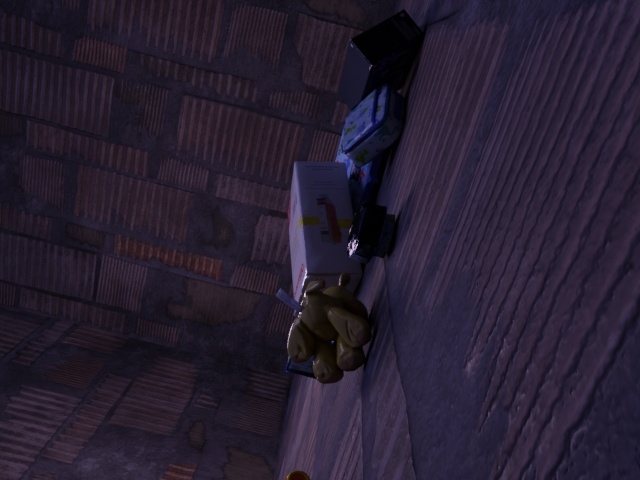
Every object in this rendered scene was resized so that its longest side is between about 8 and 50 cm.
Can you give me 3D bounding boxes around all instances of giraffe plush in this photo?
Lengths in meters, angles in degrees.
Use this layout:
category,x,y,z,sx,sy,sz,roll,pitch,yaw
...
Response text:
category,x,y,z,sx,sy,sz,roll,pitch,yaw
giraffe plush,0.026,0.158,1.074,0.181,0.210,0.170,-41,-10,25

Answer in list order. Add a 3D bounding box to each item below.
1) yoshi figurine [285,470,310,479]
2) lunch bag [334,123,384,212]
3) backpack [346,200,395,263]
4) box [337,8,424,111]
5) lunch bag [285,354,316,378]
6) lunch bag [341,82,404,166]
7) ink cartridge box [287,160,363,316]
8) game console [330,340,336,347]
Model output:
category,x,y,z,sx,sy,sz,roll,pitch,yaw
yoshi figurine,-0.129,0.692,1.316,0.203,0.204,0.362,-53,-19,-49
lunch bag,0.136,-0.217,1.636,0.293,0.138,0.220,-112,34,-66
backpack,0.100,-0.008,1.068,0.114,0.084,0.105,117,169,-60
box,0.163,-0.492,1.491,0.184,0.103,0.261,-31,-11,-13
lunch bag,-0.044,0.402,1.738,0.151,0.129,0.096,107,178,-49
lunch bag,0.145,-0.318,1.426,0.176,0.090,0.219,-33,30,37
ink cartridge box,0.000,0.000,1.564,0.279,0.161,0.384,106,162,-57
game console,0.009,0.317,1.637,0.122,0.071,0.107,105,179,-51
